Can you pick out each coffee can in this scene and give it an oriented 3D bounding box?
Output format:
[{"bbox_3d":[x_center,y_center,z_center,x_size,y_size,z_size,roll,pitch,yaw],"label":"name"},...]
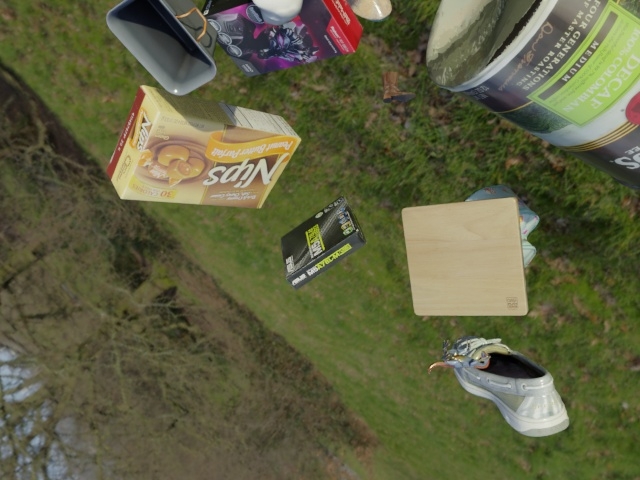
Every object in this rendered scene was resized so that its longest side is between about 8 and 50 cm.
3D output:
[{"bbox_3d":[0.277,-0.191,0.572,0.275,0.202,0.201,21,159,-20],"label":"coffee can"}]

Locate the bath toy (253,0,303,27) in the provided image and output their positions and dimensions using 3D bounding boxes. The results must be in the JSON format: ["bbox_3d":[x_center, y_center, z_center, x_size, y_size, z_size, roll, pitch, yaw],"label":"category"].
[{"bbox_3d":[-0.119,-0.609,1.221,0.129,0.151,0.348,117,137,-68],"label":"bath toy"}]

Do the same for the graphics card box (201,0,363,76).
[{"bbox_3d":[-0.105,-0.564,1.473,0.370,0.094,0.233,0,153,32],"label":"graphics card box"}]

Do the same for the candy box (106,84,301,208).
[{"bbox_3d":[-0.208,-0.160,1.053,0.087,0.316,0.183,53,123,30],"label":"candy box"}]

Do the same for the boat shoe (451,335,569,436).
[{"bbox_3d":[0.322,0.229,1.009,0.320,0.118,0.103,-125,22,-77],"label":"boat shoe"}]

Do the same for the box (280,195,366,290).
[{"bbox_3d":[0.000,0.000,1.240,0.045,0.184,0.191,53,-169,-27],"label":"box"}]

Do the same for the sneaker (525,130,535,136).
[{"bbox_3d":[0.384,-0.320,1.130,0.314,0.116,0.136,30,-174,-44],"label":"sneaker"}]

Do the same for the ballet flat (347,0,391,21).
[{"bbox_3d":[0.085,-0.722,1.554,0.316,0.107,0.106,54,176,29],"label":"ballet flat"}]

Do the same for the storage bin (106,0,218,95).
[{"bbox_3d":[-0.188,-0.277,0.732,0.098,0.091,0.135,-19,134,27],"label":"storage bin"}]

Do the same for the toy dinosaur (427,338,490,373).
[{"bbox_3d":[0.229,0.190,0.908,0.082,0.047,0.090,32,123,-22],"label":"toy dinosaur"}]

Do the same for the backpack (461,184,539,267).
[{"bbox_3d":[0.293,0.001,1.002,0.144,0.165,0.188,50,127,37],"label":"backpack"}]

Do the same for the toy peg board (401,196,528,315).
[{"bbox_3d":[0.215,0.020,0.820,0.161,0.079,0.161,-4,99,31],"label":"toy peg board"}]

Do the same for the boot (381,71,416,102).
[{"bbox_3d":[0.242,-0.484,1.760,0.106,0.114,0.037,-2,152,10],"label":"boot"}]
